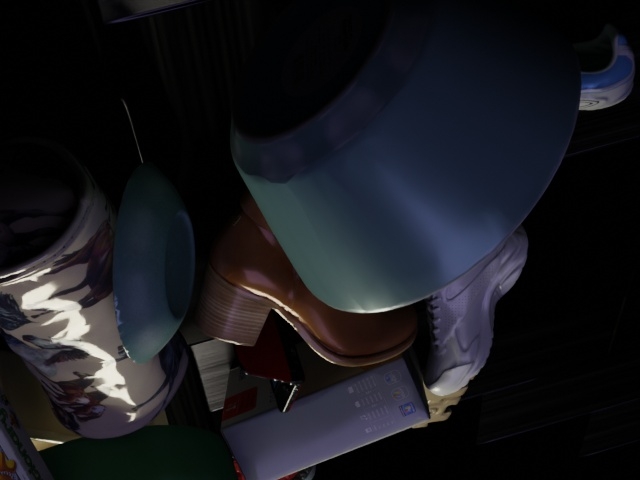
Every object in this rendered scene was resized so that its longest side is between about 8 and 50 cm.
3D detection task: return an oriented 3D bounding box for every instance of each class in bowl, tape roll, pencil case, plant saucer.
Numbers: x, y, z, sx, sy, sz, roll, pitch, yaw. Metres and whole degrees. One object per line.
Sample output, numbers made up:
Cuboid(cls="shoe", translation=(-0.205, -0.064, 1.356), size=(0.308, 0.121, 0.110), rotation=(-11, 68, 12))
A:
Cuboid(cls="bowl", translation=(0.042, -0.111, 1.146), size=(0.311, 0.311, 0.163), rotation=(-35, 127, 25))
Cuboid(cls="tape roll", translation=(-0.252, 0.317, 1.594), size=(0.321, 0.077, 0.321), rotation=(-16, 153, -8))
Cuboid(cls="pencil case", translation=(-0.256, 0.059, 1.351), size=(0.184, 0.159, 0.410), rotation=(1, 151, 11))
Cuboid(cls="plant saucer", translation=(-0.151, 0.022, 1.311), size=(0.037, 0.195, 0.195), rotation=(2, 151, 11))

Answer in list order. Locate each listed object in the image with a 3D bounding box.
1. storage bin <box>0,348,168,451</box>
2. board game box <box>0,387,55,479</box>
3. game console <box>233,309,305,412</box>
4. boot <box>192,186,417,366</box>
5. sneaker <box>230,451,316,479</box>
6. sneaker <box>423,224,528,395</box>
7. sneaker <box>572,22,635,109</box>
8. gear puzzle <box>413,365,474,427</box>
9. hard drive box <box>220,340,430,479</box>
Cuboid(cls="storage bin", translation=(-0.353, 0.255, 1.649), size=(0.260, 0.123, 0.262), rotation=(-38, 145, 29))
Cuboid(cls="board game box", translation=(-0.408, 0.206, 1.403), size=(0.193, 0.305, 0.053), rotation=(-26, -171, 13))
Cuboid(cls="game console", translation=(-0.078, 0.112, 1.544), size=(0.085, 0.144, 0.124), rotation=(-5, 147, -20))
Cuboid(cls="boot", translation=(0.018, 0.012, 1.453), size=(0.284, 0.109, 0.220), rotation=(11, 120, -26))
Cuboid(cls="sneaker", translation=(-0.095, 0.351, 1.993), size=(0.262, 0.104, 0.125), rotation=(-30, 159, 33))
Cuboid(cls="sneaker", translation=(0.153, 0.072, 1.625), size=(0.115, 0.090, 0.232), rotation=(14, 103, -21))
Cuboid(cls="sneaker", translation=(0.188, -0.154, 1.337), size=(0.237, 0.085, 0.086), rotation=(-15, 123, 1))
Cuboid(cls="gear puzzle", translation=(0.036, 0.218, 1.889), size=(0.339, 0.044, 0.175), rotation=(-5, 149, -16))
Cuboid(cls="hard drive box", translation=(0.005, 0.188, 1.669), size=(0.232, 0.181, 0.089), rotation=(-23, 106, 6))
